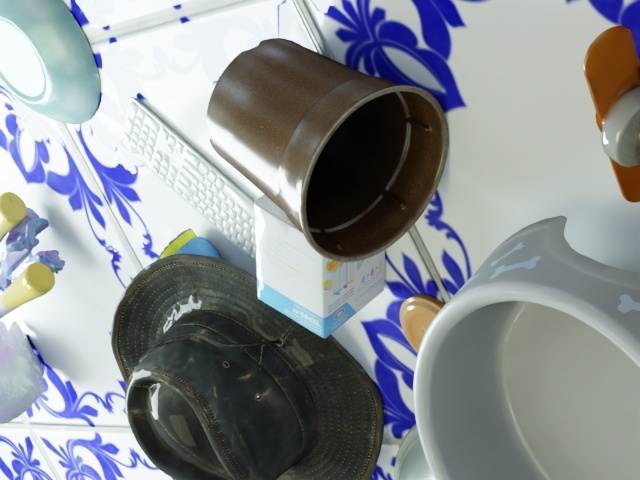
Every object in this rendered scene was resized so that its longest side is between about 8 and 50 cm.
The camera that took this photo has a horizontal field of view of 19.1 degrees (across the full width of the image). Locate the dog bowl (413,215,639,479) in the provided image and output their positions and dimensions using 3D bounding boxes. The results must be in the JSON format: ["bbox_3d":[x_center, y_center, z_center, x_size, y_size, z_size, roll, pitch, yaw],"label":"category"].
[{"bbox_3d":[0.221,0.157,1.552,0.349,0.102,0.349,25,128,36],"label":"dog bowl"}]

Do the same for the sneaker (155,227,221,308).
[{"bbox_3d":[-0.149,0.071,2.070,0.082,0.069,0.209,42,146,9],"label":"sneaker"}]

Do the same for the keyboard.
[{"bbox_3d":[-0.114,-0.049,1.962,0.256,0.014,0.072,41,145,18],"label":"keyboard"}]

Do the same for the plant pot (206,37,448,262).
[{"bbox_3d":[-0.003,-0.091,1.664,0.165,0.167,0.167,35,144,40],"label":"plant pot"}]

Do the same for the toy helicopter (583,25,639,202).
[{"bbox_3d":[0.271,-0.118,1.348,0.235,0.140,0.355,13,120,57],"label":"toy helicopter"}]

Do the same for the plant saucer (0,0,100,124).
[{"bbox_3d":[-0.317,-0.203,2.051,0.195,0.037,0.195,31,141,30],"label":"plant saucer"}]

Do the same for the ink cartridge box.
[{"bbox_3d":[0.000,0.000,1.793,0.090,0.092,0.143,31,142,29],"label":"ink cartridge box"}]

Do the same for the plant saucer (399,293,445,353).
[{"bbox_3d":[0.107,0.090,1.816,0.083,0.013,0.083,31,142,29],"label":"plant saucer"}]

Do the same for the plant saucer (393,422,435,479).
[{"bbox_3d":[0.203,0.350,1.864,0.400,0.100,0.400,32,142,30],"label":"plant saucer"}]

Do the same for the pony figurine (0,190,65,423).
[{"bbox_3d":[-0.454,0.107,2.280,0.303,0.351,0.363,40,126,-7],"label":"pony figurine"}]

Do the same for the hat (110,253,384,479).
[{"bbox_3d":[-0.104,0.182,1.977,0.331,0.134,0.331,15,127,21],"label":"hat"}]
